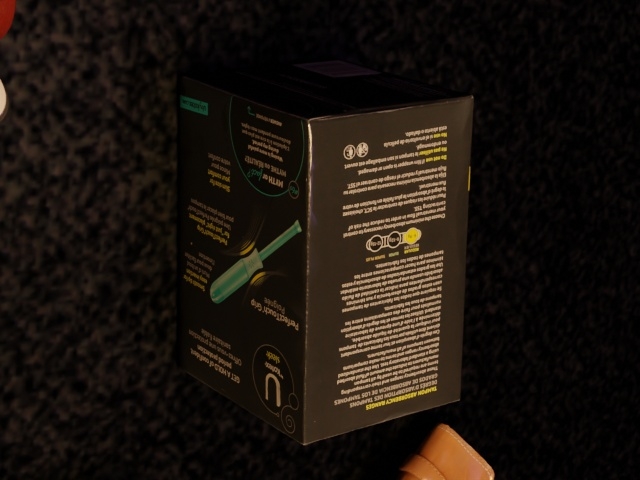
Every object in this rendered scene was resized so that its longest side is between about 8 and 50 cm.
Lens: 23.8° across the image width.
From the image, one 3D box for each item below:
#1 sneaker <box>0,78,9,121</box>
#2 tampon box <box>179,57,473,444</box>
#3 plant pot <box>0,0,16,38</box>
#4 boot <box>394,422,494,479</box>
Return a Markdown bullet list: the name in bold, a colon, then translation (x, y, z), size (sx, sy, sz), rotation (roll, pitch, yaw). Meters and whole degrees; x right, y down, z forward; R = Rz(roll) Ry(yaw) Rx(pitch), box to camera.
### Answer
- **sneaker**: translation (-0.172, -0.084, 0.656), size (0.040, 0.043, 0.109), rotation (-52, 130, -14)
- **tampon box**: translation (0.000, 0.000, 0.766), size (0.101, 0.120, 0.161), rotation (-11, 112, -34)
- **plant pot**: translation (-0.203, -0.185, 0.418), size (0.267, 0.236, 0.267), rotation (6, 103, -14)
- **boot**: translation (0.033, 0.171, 0.884), size (0.152, 0.073, 0.197), rotation (-55, 141, -8)
